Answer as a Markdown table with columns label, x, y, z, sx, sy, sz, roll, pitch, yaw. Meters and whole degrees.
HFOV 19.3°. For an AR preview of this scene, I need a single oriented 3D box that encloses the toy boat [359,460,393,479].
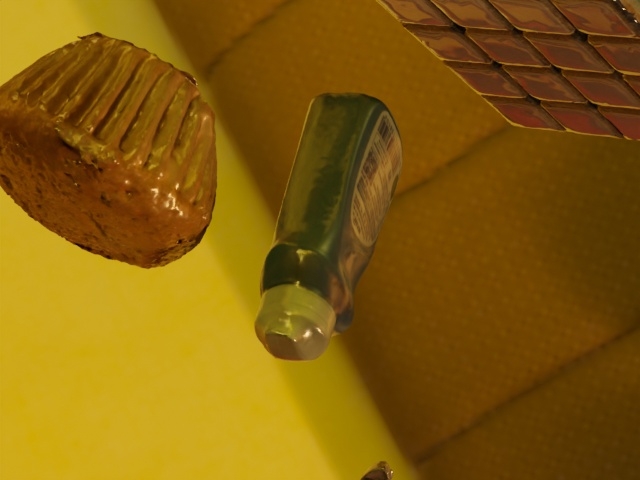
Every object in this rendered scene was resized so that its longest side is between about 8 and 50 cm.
| label | x | y | z | sx | sy | sz | roll | pitch | yaw |
| --- | --- | --- | --- | --- | --- | --- | --- | --- | --- |
| toy boat | 0.040 | 0.289 | 1.888 | 0.122 | 0.034 | 0.096 | -71 | 3 | -51 |

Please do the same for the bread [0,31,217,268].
| label | x | y | z | sx | sy | sz | roll | pitch | yaw |
| --- | --- | --- | --- | --- | --- | --- | --- | --- | --- |
| bread | -0.194 | -0.074 | 1.675 | 0.240 | 0.139 | 0.240 | 22 | 157 | 10 |

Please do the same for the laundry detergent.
| label | x | y | z | sx | sy | sz | roll | pitch | yaw |
| --- | --- | --- | --- | --- | --- | --- | --- | --- | --- |
| laundry detergent | 0.000 | 0.000 | 1.734 | 0.143 | 0.094 | 0.290 | 83 | -159 | -46 |

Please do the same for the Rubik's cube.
| label | x | y | z | sx | sy | sz | roll | pitch | yaw |
| --- | --- | --- | --- | --- | --- | --- | --- | --- | --- |
| Rubik's cube | 0.309 | -0.323 | 2.008 | 0.343 | 0.337 | 0.344 | 10 | 163 | 43 |
